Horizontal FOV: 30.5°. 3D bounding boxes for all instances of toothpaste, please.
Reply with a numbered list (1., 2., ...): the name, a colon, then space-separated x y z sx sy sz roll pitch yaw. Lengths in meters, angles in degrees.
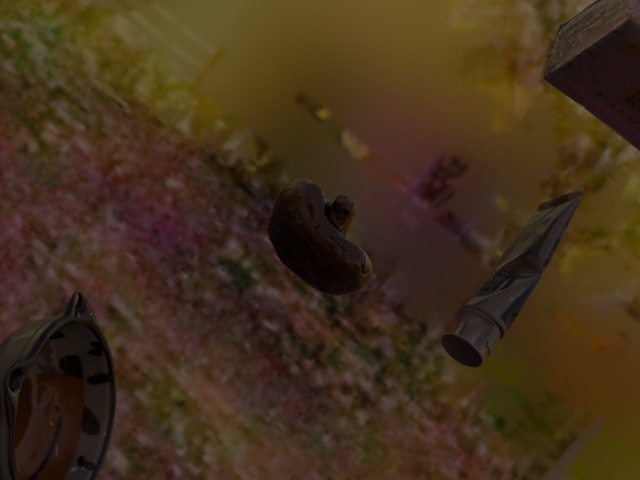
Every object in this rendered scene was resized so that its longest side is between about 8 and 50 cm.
1. toothpaste: 0.240 0.039 1.448 0.061 0.266 0.096 44 -27 -13

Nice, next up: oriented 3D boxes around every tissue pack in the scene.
1. tissue pack: 0.444 -0.225 1.564 0.225 0.124 0.185 34 -33 -14

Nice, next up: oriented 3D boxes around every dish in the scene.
1. dish: -0.380 0.222 1.530 0.120 0.303 0.303 4 -3 17

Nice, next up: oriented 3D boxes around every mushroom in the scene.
1. mushroom: -0.011 0.007 2.100 0.231 0.138 0.194 52 -34 10
